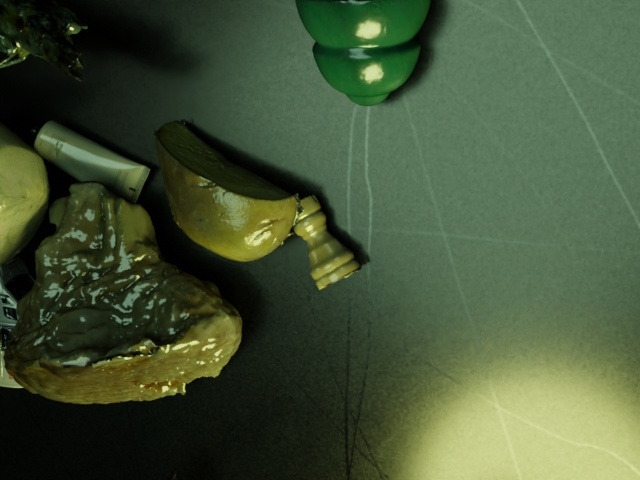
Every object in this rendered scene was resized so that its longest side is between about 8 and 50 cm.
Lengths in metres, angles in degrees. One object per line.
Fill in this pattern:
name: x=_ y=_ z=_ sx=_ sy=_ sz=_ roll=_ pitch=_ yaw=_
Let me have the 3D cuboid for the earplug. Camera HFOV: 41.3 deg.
earplug: x=0.096 y=-0.304 z=1.046 sx=0.258 sy=0.164 sz=0.280 roll=-3 pitch=115 yaw=-19

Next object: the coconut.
coconut: x=-0.517 y=-0.082 z=1.209 sx=0.230 sy=0.227 sz=0.227 roll=40 pitch=109 yaw=11

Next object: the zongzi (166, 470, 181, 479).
zongzi: x=-0.226 y=0.544 z=1.249 sx=0.383 sy=0.319 sz=0.362 roll=42 pitch=114 yaw=25

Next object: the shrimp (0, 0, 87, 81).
shrimp: x=-0.472 y=-0.257 z=1.139 sx=0.445 sy=0.085 sz=0.272 roll=21 pitch=68 yaw=33

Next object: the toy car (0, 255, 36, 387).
toy car: x=-0.470 y=0.122 z=1.308 sx=0.108 sy=0.089 sz=0.209 roll=8 pitch=104 yaw=15

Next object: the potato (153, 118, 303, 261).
potato: x=-0.155 y=-0.051 z=1.160 sx=0.243 sy=0.098 sz=0.138 roll=34 pitch=123 yaw=23

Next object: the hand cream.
hand cream: x=-0.344 y=-0.117 z=1.248 sx=0.186 sy=0.054 sz=0.087 roll=31 pitch=116 yaw=2

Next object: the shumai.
shumai: x=-0.296 y=0.080 z=1.237 sx=0.346 sy=0.217 sz=0.283 roll=-17 pitch=64 yaw=9

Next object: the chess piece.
chess piece: x=0.000 y=0.000 z=1.160 sx=0.066 sy=0.066 sz=0.122 roll=-29 pitch=85 yaw=20
